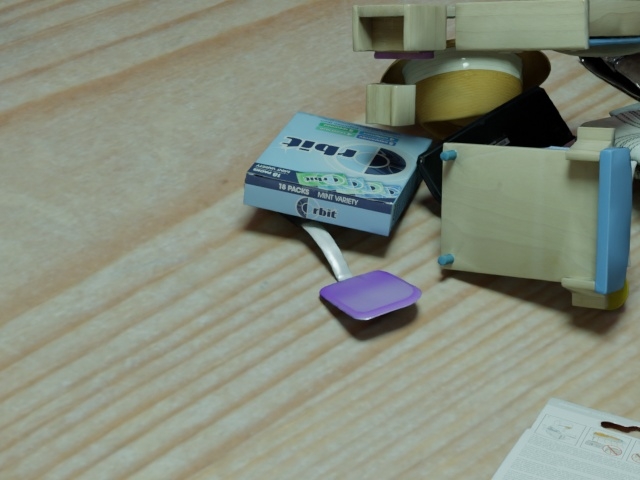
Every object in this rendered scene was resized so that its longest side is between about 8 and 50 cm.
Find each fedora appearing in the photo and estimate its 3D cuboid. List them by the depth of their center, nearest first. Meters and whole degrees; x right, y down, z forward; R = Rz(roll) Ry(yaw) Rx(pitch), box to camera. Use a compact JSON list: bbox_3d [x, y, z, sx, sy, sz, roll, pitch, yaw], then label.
[{"bbox_3d":[0.164,-0.160,1.754,0.194,0.194,0.079,-3,71,-6],"label":"fedora"}]

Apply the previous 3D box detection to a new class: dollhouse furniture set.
[{"bbox_3d":[0.202,-0.091,1.606,0.286,0.303,0.198,4,8,33],"label":"dollhouse furniture set"}]

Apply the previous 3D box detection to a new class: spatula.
[{"bbox_3d":[0.000,0.000,1.604,0.084,0.030,0.296,-17,40,-25],"label":"spatula"}]

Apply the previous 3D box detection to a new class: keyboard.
[{"bbox_3d":[0.189,-0.085,1.696,0.192,0.038,0.100,-30,89,-26],"label":"keyboard"}]

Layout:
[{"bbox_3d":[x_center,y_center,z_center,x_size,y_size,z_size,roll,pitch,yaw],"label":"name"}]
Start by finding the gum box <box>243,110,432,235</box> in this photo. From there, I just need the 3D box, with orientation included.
[{"bbox_3d":[0.021,-0.074,1.666,0.157,0.041,0.184,13,27,11],"label":"gum box"}]

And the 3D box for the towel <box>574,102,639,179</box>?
[{"bbox_3d":[0.459,-0.132,1.655,0.312,0.056,0.324,-22,19,-12],"label":"towel"}]

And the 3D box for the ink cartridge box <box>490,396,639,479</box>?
[{"bbox_3d":[0.245,0.216,1.321,0.181,0.056,0.225,15,20,18],"label":"ink cartridge box"}]

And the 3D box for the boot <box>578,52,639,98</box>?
[{"bbox_3d":[0.462,-0.215,1.891,0.207,0.090,0.248,-33,49,-21],"label":"boot"}]
